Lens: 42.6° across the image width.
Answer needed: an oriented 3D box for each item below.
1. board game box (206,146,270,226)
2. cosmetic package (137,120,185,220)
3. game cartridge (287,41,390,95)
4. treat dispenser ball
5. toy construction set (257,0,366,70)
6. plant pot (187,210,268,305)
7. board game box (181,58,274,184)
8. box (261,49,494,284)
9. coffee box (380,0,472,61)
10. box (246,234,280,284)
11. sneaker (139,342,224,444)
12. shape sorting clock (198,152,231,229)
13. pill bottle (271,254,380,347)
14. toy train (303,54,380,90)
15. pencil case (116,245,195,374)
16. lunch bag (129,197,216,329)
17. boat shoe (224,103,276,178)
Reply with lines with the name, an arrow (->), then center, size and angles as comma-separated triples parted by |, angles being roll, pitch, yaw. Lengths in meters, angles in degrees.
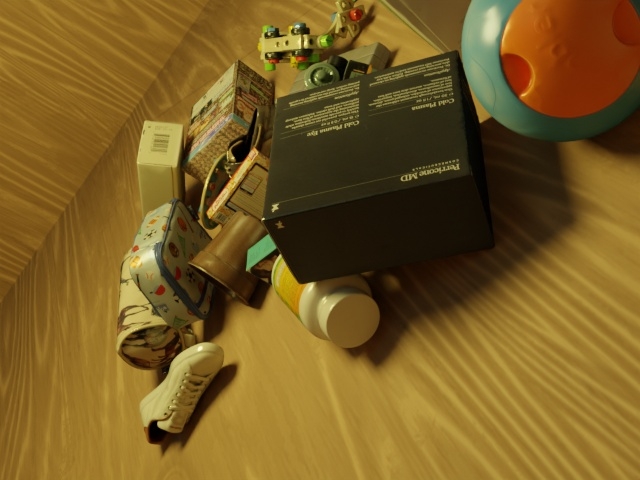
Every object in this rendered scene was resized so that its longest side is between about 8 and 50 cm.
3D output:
board game box -> -0.151, -0.099, 1.929 | 0.193, 0.147, 0.045 | -52, 29, 9
cosmetic package -> -0.449, -0.178, 2.338 | 0.309, 0.113, 0.160 | 101, 173, -57
game cartridge -> 0.017, -0.347, 2.006 | 0.355, 0.068, 0.230 | -2, 56, 57
treat dispenser ball -> 0.350, -0.287, 1.183 | 0.288, 0.288, 0.288 | -38, 34, 32
toy construction set -> -0.035, -0.523, 2.152 | 0.328, 0.215, 0.151 | -14, 88, 45
plant pot -> -0.184, 0.033, 1.851 | 0.165, 0.167, 0.167 | -56, 28, -11
board game box -> -0.258, -0.323, 2.321 | 0.232, 0.141, 0.291 | -38, 34, 32
box -> 0.098, -0.122, 1.394 | 0.343, 0.179, 0.312 | -11, 45, 17
coffee box -> 0.220, -0.627, 1.668 | 0.337, 0.338, 0.334 | -50, 29, 14
box -> -0.040, 0.006, 1.701 | 0.244, 0.100, 0.060 | -37, 35, 34
sneaker -> -0.292, 0.342, 1.782 | 0.290, 0.106, 0.123 | -50, 38, 30
shape sorting clock -> -0.260, -0.126, 2.129 | 0.206, 0.040, 0.206 | 16, -90, -82
pill bottle -> 0.011, 0.099, 1.490 | 0.136, 0.136, 0.246 | -56, 28, 3
toy train -> 0.035, -0.235, 1.740 | 0.142, 0.190, 0.333 | 78, -152, -70
pencil case -> -0.423, 0.155, 2.097 | 0.410, 0.184, 0.159 | -109, 28, -56
lunch bag -> -0.333, 0.053, 1.958 | 0.115, 0.243, 0.303 | -25, 28, 19
boat shoe -> -0.171, -0.205, 2.019 | 0.355, 0.130, 0.132 | -58, 28, 36
